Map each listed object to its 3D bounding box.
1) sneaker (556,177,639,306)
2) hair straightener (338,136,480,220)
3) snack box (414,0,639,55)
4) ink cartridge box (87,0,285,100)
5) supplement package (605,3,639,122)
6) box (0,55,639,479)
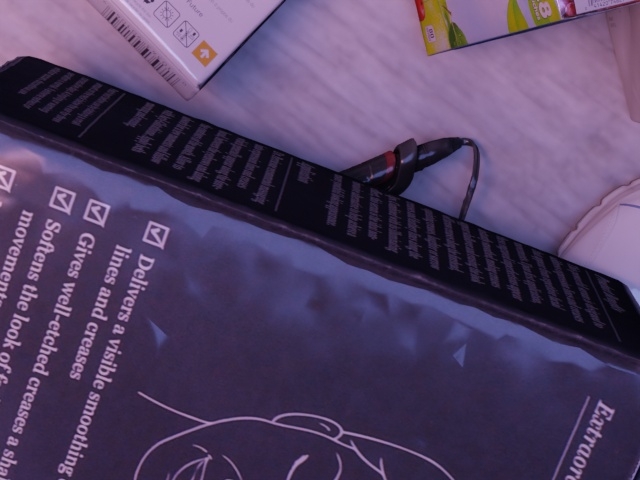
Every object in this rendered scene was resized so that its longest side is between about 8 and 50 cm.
[{"bbox_3d":[0.267,-0.002,1.121,0.297,0.129,0.111,-27,100,1],"label":"sneaker"},{"bbox_3d":[0.000,0.000,1.156,0.230,0.047,0.089,-27,121,-5],"label":"hair straightener"},{"bbox_3d":[0.100,-0.221,1.052,0.070,0.174,0.207,-17,96,-21],"label":"snack box"},{"bbox_3d":[-0.081,-0.228,1.101,0.206,0.045,0.208,45,71,-8],"label":"ink cartridge box"},{"bbox_3d":[0.304,-0.190,1.064,0.263,0.198,0.199,-15,97,-1],"label":"supplement package"},{"bbox_3d":[-0.049,0.109,1.022,0.395,0.212,0.293,21,102,-2],"label":"box"}]
